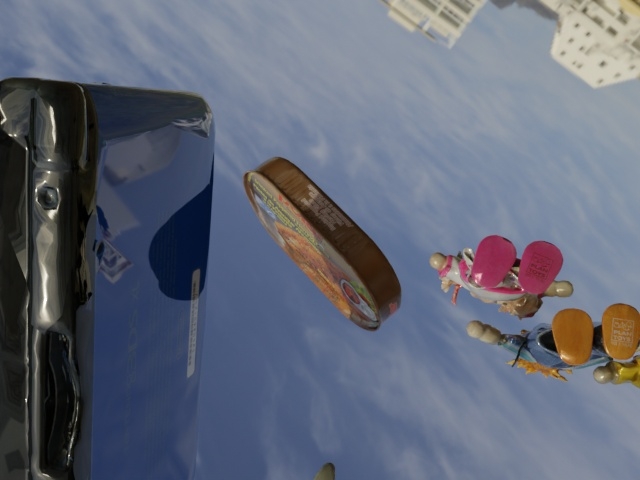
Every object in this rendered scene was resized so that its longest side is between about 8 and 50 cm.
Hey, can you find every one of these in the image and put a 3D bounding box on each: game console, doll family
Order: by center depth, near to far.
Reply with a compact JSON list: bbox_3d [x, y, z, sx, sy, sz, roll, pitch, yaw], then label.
[{"bbox_3d":[-0.185,0.058,0.365,0.173,0.293,0.250,8,-168,12],"label":"game console"},{"bbox_3d":[0.204,0.075,0.480,0.263,0.118,0.163,7,170,10],"label":"doll family"}]

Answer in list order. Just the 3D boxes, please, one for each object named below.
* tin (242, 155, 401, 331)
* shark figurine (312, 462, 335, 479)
[{"bbox_3d":[0.000,0.000,0.608,0.040,0.106,0.190,-38,-112,-15],"label":"tin"},{"bbox_3d":[0.095,0.221,0.350,0.278,0.116,0.166,5,-123,-2],"label":"shark figurine"}]
